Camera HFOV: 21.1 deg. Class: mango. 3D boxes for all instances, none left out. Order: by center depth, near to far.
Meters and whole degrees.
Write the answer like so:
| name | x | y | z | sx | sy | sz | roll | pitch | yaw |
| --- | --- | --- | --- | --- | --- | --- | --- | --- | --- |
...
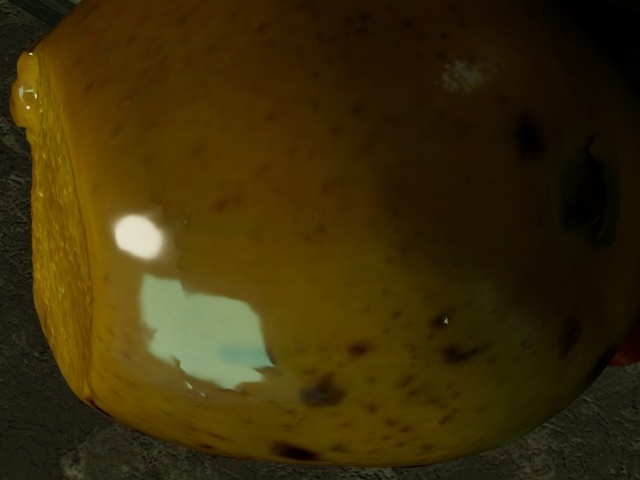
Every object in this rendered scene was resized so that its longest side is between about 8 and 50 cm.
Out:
| name | x | y | z | sx | sy | sz | roll | pitch | yaw |
| --- | --- | --- | --- | --- | --- | --- | --- | --- | --- |
| mango | 0.000 | 0.000 | 0.552 | 0.191 | 0.160 | 0.290 | -3 | 167 | -18 |

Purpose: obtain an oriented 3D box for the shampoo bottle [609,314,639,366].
| name | x | y | z | sx | sy | sz | roll | pitch | yaw |
| --- | --- | --- | --- | --- | --- | --- | --- | --- | --- |
| shampoo bottle | 0.102 | -0.004 | 0.905 | 0.118 | 0.076 | 0.314 | 36 | -178 | 27 |

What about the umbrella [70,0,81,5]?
| name | x | y | z | sx | sy | sz | roll | pitch | yaw |
| --- | --- | --- | --- | --- | --- | --- | --- | --- | --- |
| umbrella | -0.109 | -0.140 | 0.695 | 0.337 | 0.067 | 0.073 | 32 | 169 | 12 |
